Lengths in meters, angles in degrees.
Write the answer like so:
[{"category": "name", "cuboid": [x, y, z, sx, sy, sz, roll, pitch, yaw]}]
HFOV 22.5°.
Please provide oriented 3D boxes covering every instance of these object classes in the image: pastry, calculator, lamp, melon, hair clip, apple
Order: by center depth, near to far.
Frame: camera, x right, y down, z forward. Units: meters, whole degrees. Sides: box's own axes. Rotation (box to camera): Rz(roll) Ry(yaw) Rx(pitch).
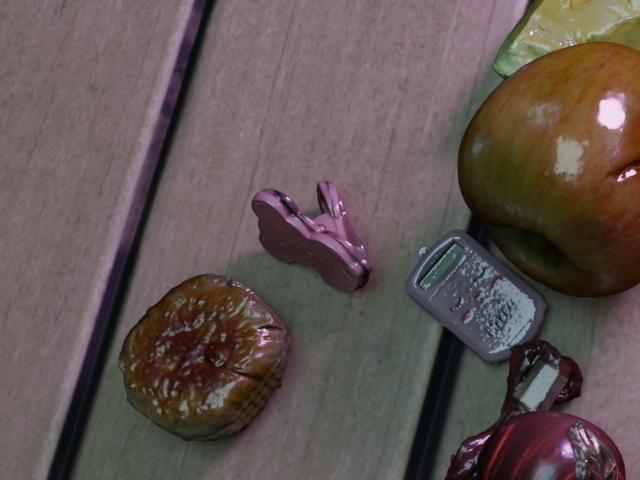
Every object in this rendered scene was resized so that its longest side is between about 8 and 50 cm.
[{"category": "lamp", "cuboid": [0.235, 0.229, 1.684, 0.223, 0.151, 0.215, 36, 83, 26]}, {"category": "apple", "cuboid": [0.281, -0.081, 1.707, 0.264, 0.264, 0.264, -5, 72, 17]}, {"category": "calculator", "cuboid": [0.174, 0.062, 1.819, 0.175, 0.032, 0.100, 41, 89, 25]}, {"category": "melon", "cuboid": [0.335, -0.285, 1.826, 0.323, 0.124, 0.196, -40, 64, 10]}, {"category": "hair clip", "cuboid": [-0.010, 0.005, 1.861, 0.102, 0.123, 0.138, -20, 63, -10]}, {"category": "pastry", "cuboid": [-0.135, 0.136, 1.867, 0.182, 0.093, 0.192, 36, 83, 25]}]
